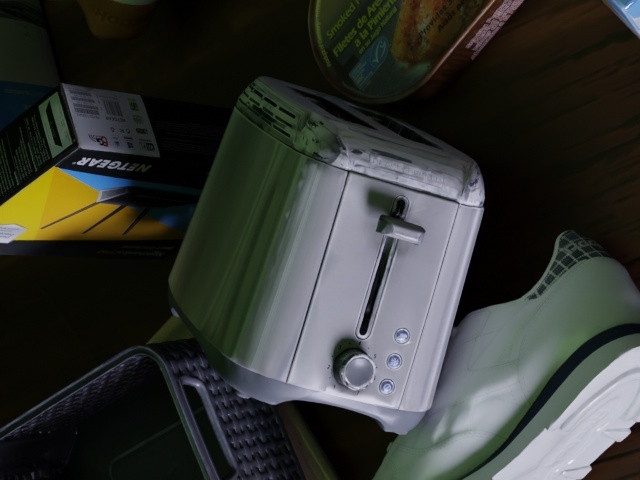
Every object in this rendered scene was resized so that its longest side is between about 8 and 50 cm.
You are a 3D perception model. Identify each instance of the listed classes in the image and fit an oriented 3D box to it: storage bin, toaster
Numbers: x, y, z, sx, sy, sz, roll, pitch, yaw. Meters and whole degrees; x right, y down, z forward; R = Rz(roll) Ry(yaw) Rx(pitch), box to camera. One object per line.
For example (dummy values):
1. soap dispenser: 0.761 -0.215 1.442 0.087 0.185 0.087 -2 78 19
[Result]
1. storage bin: -0.111 0.143 1.009 0.180 0.084 0.122 -32 74 32
2. toaster: 0.000 0.000 0.928 0.227 0.129 0.146 -138 66 -69

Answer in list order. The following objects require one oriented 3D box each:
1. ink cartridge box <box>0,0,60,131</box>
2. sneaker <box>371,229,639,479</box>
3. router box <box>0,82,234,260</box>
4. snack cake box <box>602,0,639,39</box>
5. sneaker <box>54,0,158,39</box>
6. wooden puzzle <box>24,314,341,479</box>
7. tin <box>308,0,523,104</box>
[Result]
1. ink cartridge box: -0.264 -0.130 1.190 0.140 0.082 0.190 -25 73 36
2. sneaker: 0.088 0.100 0.914 0.235 0.090 0.094 -44 54 23
3. router box: -0.124 -0.036 1.015 0.133 0.179 0.046 -32 68 35
4. snack cake box: 0.136 -0.235 0.840 0.152 0.089 0.264 -44 63 11
5. sneaker: -0.192 -0.234 1.121 0.290 0.106 0.123 51 137 37
6. wooden puzzle: -0.066 0.188 1.058 0.221 0.044 0.238 -47 67 28
7. tin: 0.067 -0.159 0.954 0.189 0.040 0.106 -49 65 27
